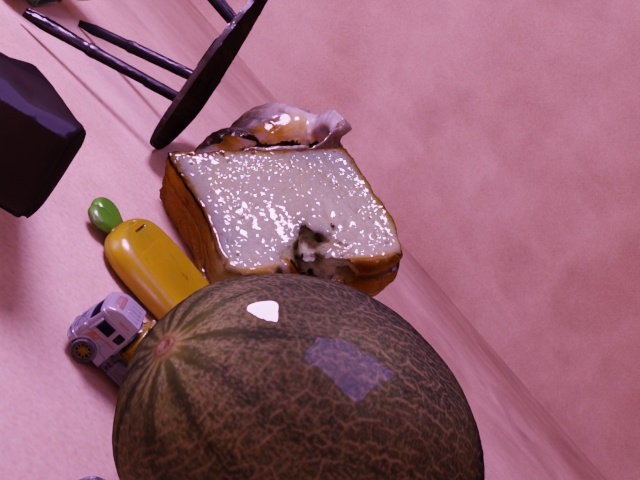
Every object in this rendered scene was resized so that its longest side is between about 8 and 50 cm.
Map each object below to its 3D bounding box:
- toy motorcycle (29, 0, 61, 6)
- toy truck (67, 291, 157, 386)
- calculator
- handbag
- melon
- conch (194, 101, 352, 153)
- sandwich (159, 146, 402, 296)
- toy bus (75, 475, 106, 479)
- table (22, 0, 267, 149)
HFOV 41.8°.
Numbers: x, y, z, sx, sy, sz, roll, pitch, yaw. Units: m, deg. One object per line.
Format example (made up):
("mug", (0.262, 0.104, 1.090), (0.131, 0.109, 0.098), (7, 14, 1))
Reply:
("toy motorcycle", (-0.436, -0.478, 1.284), (0.200, 0.191, 0.326), (40, 30, -6))
("toy truck", (-0.148, 0.098, 0.703), (0.123, 0.063, 0.052), (47, 11, -15))
("calculator", (-0.165, 0.043, 0.909), (0.235, 0.032, 0.146), (50, 10, -9))
("handbag", (-0.338, -0.156, 0.681), (0.285, 0.113, 0.257), (35, 11, -30))
("melon", (-0.011, 0.148, 0.613), (0.302, 0.237, 0.237), (42, 13, -40))
("conch", (-0.076, -0.124, 1.384), (0.324, 0.263, 0.186), (-43, 112, -48))
("sandwich", (-0.043, -0.019, 1.093), (0.273, 0.095, 0.249), (-5, 44, -27))
("toy bus", (-0.070, 0.225, 0.420), (0.234, 0.116, 0.133), (44, 22, -38))
("table", (-0.255, -0.340, 1.278), (0.249, 0.317, 0.317), (35, 12, -6))
